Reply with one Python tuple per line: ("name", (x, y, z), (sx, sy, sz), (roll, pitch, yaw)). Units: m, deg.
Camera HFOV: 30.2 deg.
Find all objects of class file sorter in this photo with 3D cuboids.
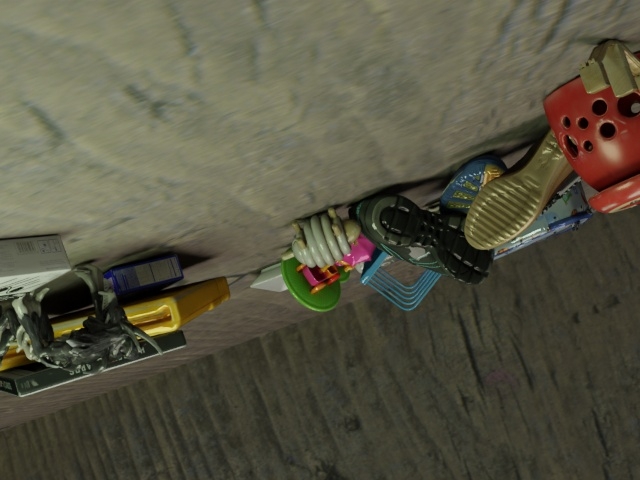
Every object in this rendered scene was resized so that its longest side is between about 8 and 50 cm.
("file sorter", (0.147, 0.036, 2.051), (0.118, 0.104, 0.170), (-53, -178, 12))

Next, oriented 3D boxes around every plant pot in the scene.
("plant pot", (0.411, -0.139, 1.552), (0.191, 0.174, 0.191), (-22, 174, -3))

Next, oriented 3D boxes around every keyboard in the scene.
("keyboard", (0.357, -0.064, 1.867), (0.180, 0.023, 0.108), (-46, -179, 25))

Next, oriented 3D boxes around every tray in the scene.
("tray", (-0.046, 0.060, 2.333), (0.145, 0.030, 0.270), (-22, 172, 8))

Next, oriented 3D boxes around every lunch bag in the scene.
("lunch bag", (0.446, -0.039, 2.591), (0.303, 0.115, 0.243), (-22, 174, 23))

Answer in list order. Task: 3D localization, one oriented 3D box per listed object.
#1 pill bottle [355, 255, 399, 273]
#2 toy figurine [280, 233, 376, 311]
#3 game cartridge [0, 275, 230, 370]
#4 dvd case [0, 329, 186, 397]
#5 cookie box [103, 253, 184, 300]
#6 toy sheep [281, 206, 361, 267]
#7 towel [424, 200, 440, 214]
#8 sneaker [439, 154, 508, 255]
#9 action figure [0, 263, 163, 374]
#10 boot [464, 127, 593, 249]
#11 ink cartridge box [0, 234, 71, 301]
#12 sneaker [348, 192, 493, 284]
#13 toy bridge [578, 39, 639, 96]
("pill bottle", (0.124, 0.003, 2.178), (0.137, 0.078, 0.078), (-22, 172, 19))
("toy figurine", (0.043, 0.023, 2.036), (0.159, 0.130, 0.173), (-38, 172, 38))
("game cartridge", (-0.302, 0.118, 1.756), (0.285, 0.053, 0.323), (-13, 180, 9))
("dvd case", (-0.327, 0.167, 1.656), (0.238, 0.030, 0.179), (-16, -176, -27))
("cookie box", (-0.265, 0.058, 1.706), (0.107, 0.040, 0.092), (-14, 173, -35))
("toy sheep", (0.000, 0.000, 1.824), (0.132, 0.091, 0.091), (-17, 173, 9))
("towel", (0.339, -0.089, 2.198), (0.282, 0.049, 0.187), (-12, 171, -44))
("sneaker", (0.255, -0.074, 1.945), (0.112, 0.131, 0.296), (13, 152, 5))
("action figure", (-0.331, 0.101, 1.497), (0.275, 0.141, 0.164), (-6, 176, 24))
("boot", (0.333, -0.089, 1.786), (0.248, 0.090, 0.207), (-51, 165, 21))
("ink cartridge box", (-0.374, 0.037, 1.262), (0.097, 0.046, 0.207), (-26, 170, 29))
("sneaker", (0.162, -0.008, 1.889), (0.267, 0.101, 0.106), (27, 167, -29))
("toy bridge", (0.342, -0.197, 1.362), (0.026, 0.063, 0.188), (-25, 170, 34))
